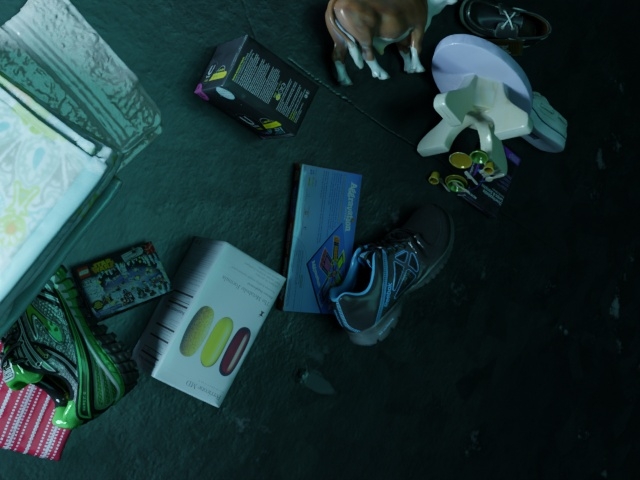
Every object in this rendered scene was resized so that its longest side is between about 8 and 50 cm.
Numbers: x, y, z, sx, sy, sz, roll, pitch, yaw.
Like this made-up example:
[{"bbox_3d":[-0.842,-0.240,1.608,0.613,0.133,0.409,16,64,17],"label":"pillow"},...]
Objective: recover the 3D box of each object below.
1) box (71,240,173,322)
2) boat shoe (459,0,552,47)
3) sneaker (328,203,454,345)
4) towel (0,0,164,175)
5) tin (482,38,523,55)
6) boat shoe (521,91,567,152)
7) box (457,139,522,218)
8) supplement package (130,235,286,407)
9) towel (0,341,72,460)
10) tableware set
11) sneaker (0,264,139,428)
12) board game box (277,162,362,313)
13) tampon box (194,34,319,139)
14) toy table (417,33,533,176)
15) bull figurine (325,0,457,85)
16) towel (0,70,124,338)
[{"bbox_3d":[-0.323,0.067,1.189,0.137,0.027,0.094,-23,80,-29],"label":"box"},{"bbox_3d":[0.405,-0.482,1.585,0.233,0.079,0.084,7,92,-31],"label":"boat shoe"},{"bbox_3d":[0.147,0.041,1.425,0.341,0.125,0.140,-54,126,-24],"label":"sneaker"},{"bbox_3d":[-0.387,-0.228,1.130,0.187,0.049,0.282,-50,117,-19],"label":"towel"},{"bbox_3d":[0.346,-0.405,1.539,0.189,0.106,0.040,-9,107,-30],"label":"tin"},{"bbox_3d":[0.475,-0.291,1.638,0.267,0.096,0.088,25,77,-32],"label":"boat shoe"},{"bbox_3d":[0.382,-0.146,1.629,0.116,0.029,0.162,29,80,-31],"label":"box"},{"bbox_3d":[-0.192,0.134,1.234,0.139,0.134,0.244,33,77,-29],"label":"supplement package"},{"bbox_3d":[-0.490,0.215,1.118,0.274,0.031,0.199,28,81,-31],"label":"towel"},{"bbox_3d":[0.295,-0.140,1.505,0.104,0.154,0.024,42,54,-30],"label":"tableware set"},{"bbox_3d":[-0.417,0.125,1.055,0.344,0.134,0.146,53,47,-11],"label":"sneaker"},{"bbox_3d":[0.000,0.000,1.405,0.145,0.027,0.281,7,90,-32],"label":"board game box"},{"bbox_3d":[-0.111,-0.260,1.256,0.161,0.120,0.101,31,78,-30],"label":"tampon box"},{"bbox_3d":[0.316,-0.264,1.472,0.274,0.252,0.161,31,62,-27],"label":"toy table"},{"bbox_3d":[0.141,-0.415,1.411,0.310,0.101,0.189,-18,105,-30],"label":"bull figurine"},{"bbox_3d":[-0.490,-0.050,0.971,0.320,0.090,0.374,35,80,6],"label":"towel"}]
